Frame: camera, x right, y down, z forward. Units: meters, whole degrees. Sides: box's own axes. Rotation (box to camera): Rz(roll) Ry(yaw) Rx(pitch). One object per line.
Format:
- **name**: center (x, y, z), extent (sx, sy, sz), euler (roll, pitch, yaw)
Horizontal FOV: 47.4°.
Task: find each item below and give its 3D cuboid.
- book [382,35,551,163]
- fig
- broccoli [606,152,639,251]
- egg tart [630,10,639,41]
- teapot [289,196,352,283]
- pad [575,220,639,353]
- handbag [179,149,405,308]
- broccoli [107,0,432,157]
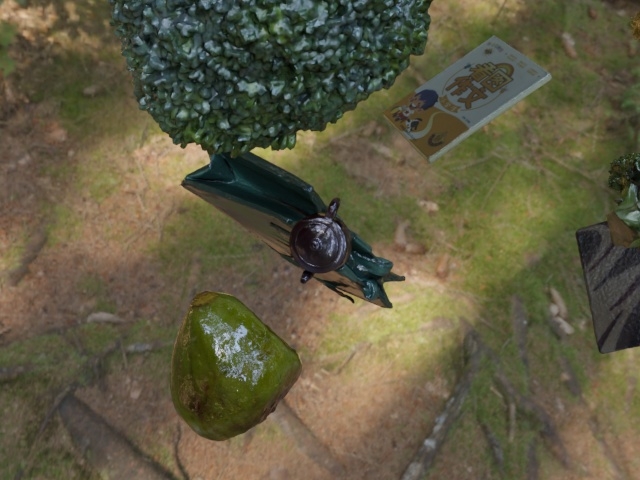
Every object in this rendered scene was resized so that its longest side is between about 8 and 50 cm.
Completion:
- **book**: center (0.295, -0.297, 1.507), extent (0.295, 0.020, 0.208), euler (-35, 43, 1)
- **fig**: center (-0.100, 0.137, 0.836), extent (0.154, 0.166, 0.144), euler (-14, 23, -8)
- **broccoli**: center (0.405, -0.041, 0.857), extent (0.137, 0.162, 0.146), euler (-27, 91, -7)
- **egg tart**: center (0.529, -0.307, 0.897), extent (0.116, 0.294, 0.295), euler (57, 40, -7)
- **teapot**: center (0.000, 0.000, 0.794), extent (0.067, 0.100, 0.045), euler (23, 11, 10)
- **pad**: center (0.552, 0.030, 1.069), extent (0.004, 0.330, 0.220), euler (33, 46, -46)
- **handbag**: center (-0.031, -0.015, 1.046), extent (0.238, 0.089, 0.326), euler (28, -9, 37)
- **broccoli**: center (-0.049, -0.266, 0.678), extent (0.249, 0.375, 0.302), euler (29, 27, -50)
